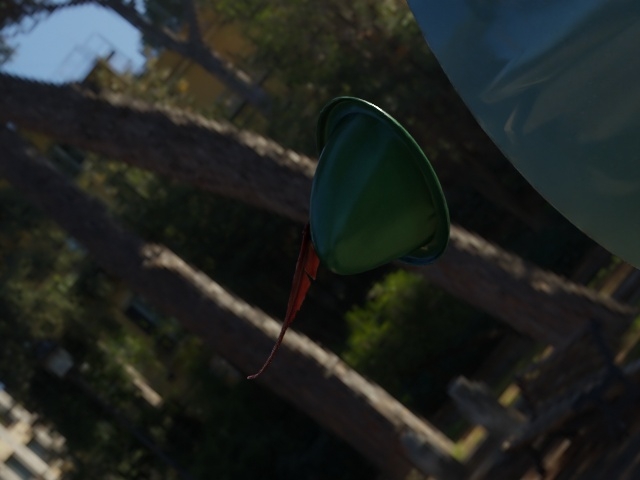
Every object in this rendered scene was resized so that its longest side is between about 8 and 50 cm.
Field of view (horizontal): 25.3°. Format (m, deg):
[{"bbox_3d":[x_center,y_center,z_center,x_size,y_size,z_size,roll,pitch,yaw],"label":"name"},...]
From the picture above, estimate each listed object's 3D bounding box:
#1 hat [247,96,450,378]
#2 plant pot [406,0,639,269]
[{"bbox_3d":[0.000,0.000,1.309,0.183,0.208,0.173,-34,19,-27],"label":"hat"},{"bbox_3d":[0.205,-0.159,0.581,0.235,0.293,0.293,-35,4,40],"label":"plant pot"}]
